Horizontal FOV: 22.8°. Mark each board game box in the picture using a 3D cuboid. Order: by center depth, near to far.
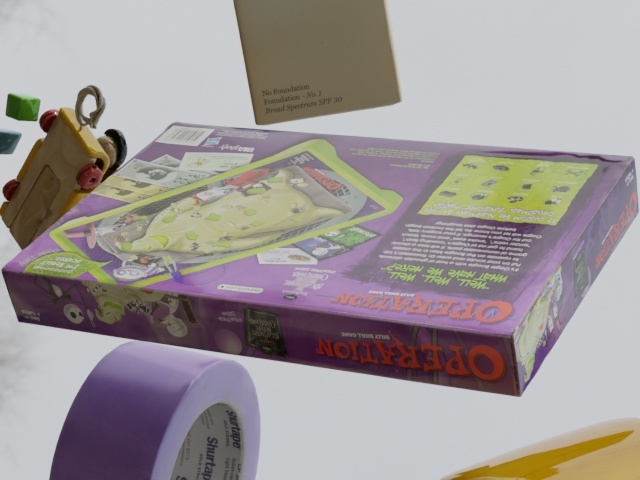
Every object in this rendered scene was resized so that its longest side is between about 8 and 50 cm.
[{"bbox_3d":[0.000,0.000,0.991,0.347,0.208,0.056,7,-60,29],"label":"board game box"}]

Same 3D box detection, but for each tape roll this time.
[{"bbox_3d":[-0.119,0.172,1.175,0.080,0.189,0.189,10,-63,20],"label":"tape roll"}]

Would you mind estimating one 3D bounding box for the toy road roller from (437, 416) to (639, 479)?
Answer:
[{"bbox_3d":[0.178,0.199,0.756,0.329,0.203,0.240,-31,-104,55],"label":"toy road roller"}]

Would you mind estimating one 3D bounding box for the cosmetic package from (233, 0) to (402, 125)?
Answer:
[{"bbox_3d":[-0.015,-0.287,1.638,0.160,0.113,0.309,-10,-77,4],"label":"cosmetic package"}]

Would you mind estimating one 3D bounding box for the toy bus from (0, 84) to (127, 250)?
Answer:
[{"bbox_3d":[-0.257,-0.065,1.703,0.202,0.104,0.190,0,-88,43],"label":"toy bus"}]
